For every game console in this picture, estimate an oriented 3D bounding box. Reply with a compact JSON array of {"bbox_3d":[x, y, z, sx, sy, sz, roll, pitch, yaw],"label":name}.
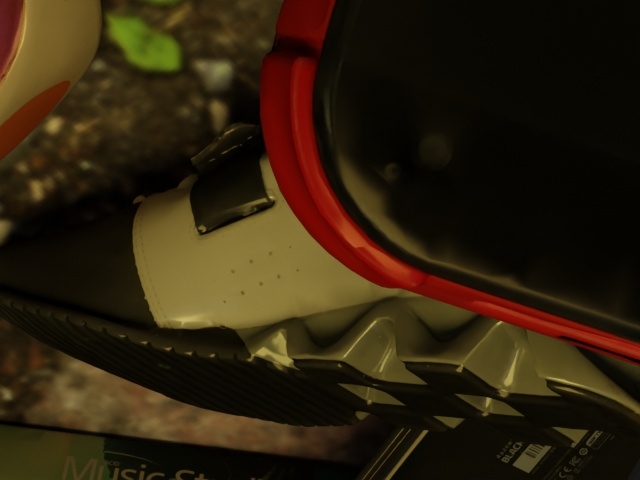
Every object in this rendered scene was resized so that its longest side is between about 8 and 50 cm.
[{"bbox_3d":[0.201,-0.104,0.570,0.387,0.060,0.342,18,92,-11],"label":"game console"}]

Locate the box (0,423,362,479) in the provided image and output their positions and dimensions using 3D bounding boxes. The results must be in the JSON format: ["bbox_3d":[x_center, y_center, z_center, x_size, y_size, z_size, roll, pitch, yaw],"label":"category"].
[{"bbox_3d":[-0.048,0.213,0.945,0.322,0.058,0.232,7,129,-2],"label":"box"}]

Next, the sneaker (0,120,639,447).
[{"bbox_3d":[0.000,0.000,0.744,0.331,0.146,0.122,2,160,31],"label":"sneaker"}]

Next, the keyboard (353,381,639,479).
[{"bbox_3d":[0.135,0.092,0.803,0.201,0.033,0.317,28,112,-25],"label":"keyboard"}]

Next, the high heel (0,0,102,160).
[{"bbox_3d":[-0.142,-0.115,0.688,0.117,0.082,0.244,44,137,4],"label":"high heel"}]
